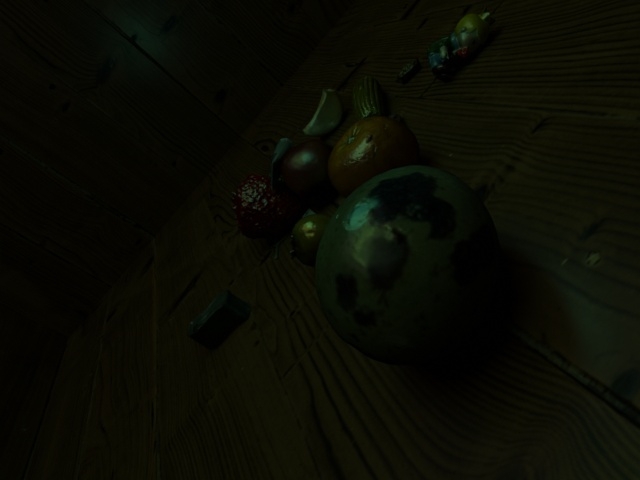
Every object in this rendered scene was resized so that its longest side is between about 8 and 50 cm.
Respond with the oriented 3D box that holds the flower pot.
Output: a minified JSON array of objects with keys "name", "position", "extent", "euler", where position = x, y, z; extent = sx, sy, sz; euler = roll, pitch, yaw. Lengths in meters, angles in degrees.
[{"name":"flower pot","position":[-0.368,0.286,1.619],"extent":[0.229,0.108,0.103],"euler":[-42,28,13]}]

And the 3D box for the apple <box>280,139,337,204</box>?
[{"name":"apple","position":[-0.024,-0.256,1.669],"extent":[0.234,0.234,0.233],"euler":[-36,31,26]}]

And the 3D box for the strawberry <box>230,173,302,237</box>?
[{"name":"strawberry","position":[-0.205,-0.138,1.769],"extent":[0.277,0.257,0.257],"euler":[-4,40,5]}]

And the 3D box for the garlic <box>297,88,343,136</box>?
[{"name":"garlic","position":[0.009,-0.566,2.051],"extent":[0.145,0.164,0.244],"euler":[32,89,45]}]

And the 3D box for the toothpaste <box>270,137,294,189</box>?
[{"name":"toothpaste","position":[-0.160,-0.309,1.746],"extent":[0.299,0.073,0.113],"euler":[-79,-3,-55]}]

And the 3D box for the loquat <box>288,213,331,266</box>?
[{"name":"loquat","position":[0.000,0.000,1.386],"extent":[0.205,0.172,0.149],"euler":[-7,45,-10]}]

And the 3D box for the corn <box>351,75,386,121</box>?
[{"name":"corn","position":[0.192,-0.544,1.795],"extent":[0.131,0.131,0.344],"euler":[-36,32,25]}]

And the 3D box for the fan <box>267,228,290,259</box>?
[{"name":"fan","position":[-0.167,0.000,1.778],"extent":[0.132,0.009,0.219],"euler":[-36,31,26]}]

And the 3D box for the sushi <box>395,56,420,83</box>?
[{"name":"sushi","position":[0.349,-0.674,1.800],"extent":[0.120,0.055,0.052],"euler":[-41,35,21]}]

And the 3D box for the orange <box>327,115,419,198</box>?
[{"name":"orange","position":[0.158,-0.238,1.361],"extent":[0.284,0.226,0.283],"euler":[-36,26,21]}]

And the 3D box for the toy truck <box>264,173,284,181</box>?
[{"name":"toy truck","position":[-0.242,-0.162,1.972],"extent":[0.136,0.111,0.285],"euler":[115,176,-76]}]

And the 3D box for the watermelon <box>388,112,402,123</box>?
[{"name":"watermelon","position":[0.238,-0.409,1.629],"extent":[0.187,0.071,0.139],"euler":[0,51,56]}]

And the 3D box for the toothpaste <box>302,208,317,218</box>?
[{"name":"toothpaste","position":[-0.024,-0.082,1.650],"extent":[0.048,0.031,0.190],"euler":[-53,25,0]}]

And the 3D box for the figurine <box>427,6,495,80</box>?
[{"name":"figurine","position":[0.483,-0.664,1.530],"extent":[0.234,0.127,0.185],"euler":[-18,45,30]}]

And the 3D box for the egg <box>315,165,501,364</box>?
[{"name":"egg","position":[0.174,0.035,0.886],"extent":[0.345,0.345,0.428],"euler":[-18,28,45]}]
